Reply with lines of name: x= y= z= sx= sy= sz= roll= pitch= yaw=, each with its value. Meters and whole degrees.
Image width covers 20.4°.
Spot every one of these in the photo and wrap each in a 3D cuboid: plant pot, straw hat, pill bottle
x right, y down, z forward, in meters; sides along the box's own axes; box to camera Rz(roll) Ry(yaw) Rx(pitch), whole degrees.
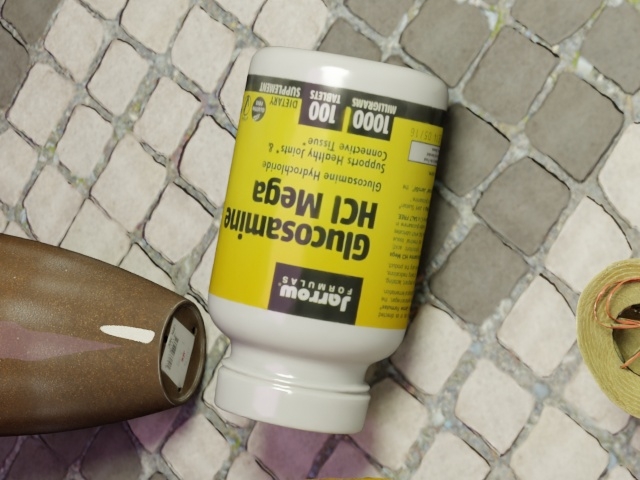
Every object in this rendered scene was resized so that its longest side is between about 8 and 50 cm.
plant pot: x=-0.242 y=0.105 z=1.811 sx=0.230 sy=0.215 sz=0.215 roll=4 pitch=88 yaw=23
straw hat: x=0.272 y=0.089 z=1.506 sx=0.061 sy=0.145 sz=0.144 roll=128 pitch=132 yaw=-70
pill bottle: x=0.000 y=0.000 z=1.637 sx=0.188 sy=0.188 sz=0.333 roll=11 pitch=93 yaw=36

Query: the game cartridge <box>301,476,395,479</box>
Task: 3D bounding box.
game cartridge: x=-0.030 y=0.352 z=1.543 sx=0.053 sy=0.324 sz=0.285 roll=-1 pitch=85 yaw=33
